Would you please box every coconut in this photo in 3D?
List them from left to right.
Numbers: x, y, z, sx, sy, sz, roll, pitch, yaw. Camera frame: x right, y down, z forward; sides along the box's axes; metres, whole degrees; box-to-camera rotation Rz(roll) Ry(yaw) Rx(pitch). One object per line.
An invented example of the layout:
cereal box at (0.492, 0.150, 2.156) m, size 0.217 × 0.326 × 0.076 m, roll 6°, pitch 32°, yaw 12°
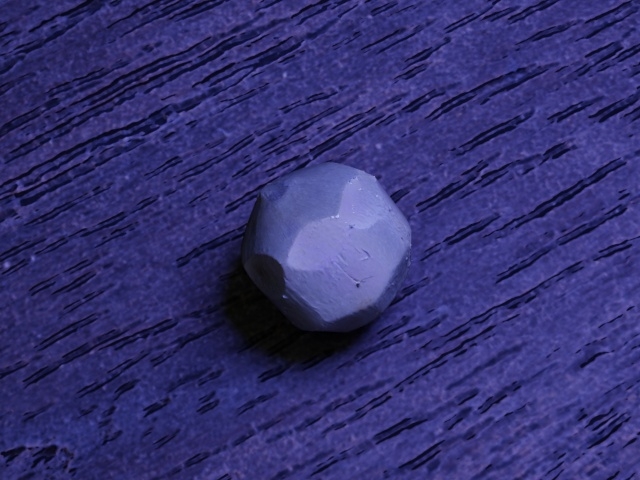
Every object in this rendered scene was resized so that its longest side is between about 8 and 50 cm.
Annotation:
coconut at (0.003, -0.001, 1.940) m, size 0.161 × 0.162 × 0.161 m, roll -26°, pitch 33°, yaw 18°
